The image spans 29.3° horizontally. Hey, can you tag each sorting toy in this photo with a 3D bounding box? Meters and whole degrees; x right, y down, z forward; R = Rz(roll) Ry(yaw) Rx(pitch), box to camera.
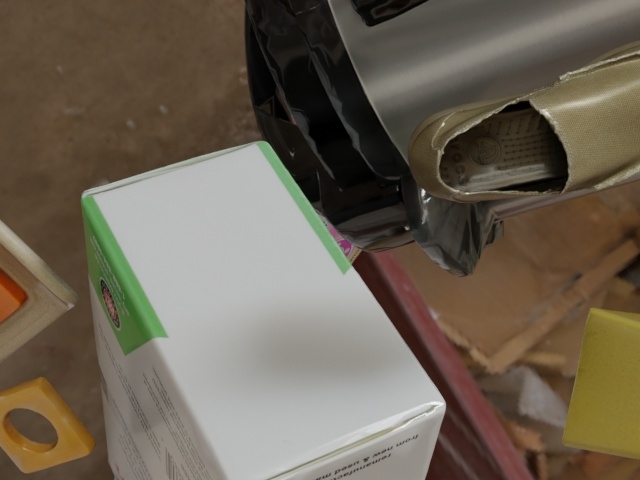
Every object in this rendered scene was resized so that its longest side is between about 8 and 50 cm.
[{"bbox_3d":[-0.268,0.025,0.739,0.196,0.047,0.347,-34,109,32],"label":"sorting toy"}]

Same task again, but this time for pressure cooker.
[{"bbox_3d":[0.130,-0.195,0.864,0.420,0.375,0.370,-16,-161,26],"label":"pressure cooker"}]

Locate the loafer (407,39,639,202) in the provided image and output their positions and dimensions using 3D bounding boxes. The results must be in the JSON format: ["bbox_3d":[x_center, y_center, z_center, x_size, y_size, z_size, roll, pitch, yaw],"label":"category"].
[{"bbox_3d":[0.109,-0.045,0.518,0.148,0.050,0.056,-19,106,12],"label":"loafer"}]

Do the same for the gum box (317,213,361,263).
[{"bbox_3d":[0.000,0.000,1.532,0.107,0.062,0.188,0,131,-55],"label":"gum box"}]

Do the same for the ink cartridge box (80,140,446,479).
[{"bbox_3d":[-0.046,0.119,0.742,0.121,0.211,0.289,-20,145,-21],"label":"ink cartridge box"}]

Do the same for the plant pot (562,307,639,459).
[{"bbox_3d":[0.201,0.088,0.706,0.081,0.083,0.081,9,92,-53],"label":"plant pot"}]
